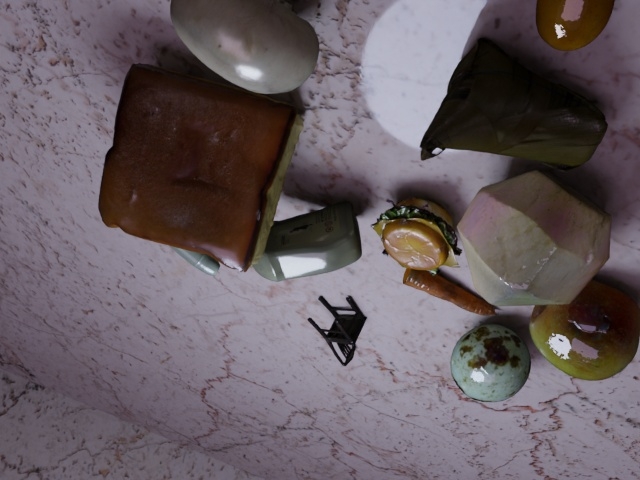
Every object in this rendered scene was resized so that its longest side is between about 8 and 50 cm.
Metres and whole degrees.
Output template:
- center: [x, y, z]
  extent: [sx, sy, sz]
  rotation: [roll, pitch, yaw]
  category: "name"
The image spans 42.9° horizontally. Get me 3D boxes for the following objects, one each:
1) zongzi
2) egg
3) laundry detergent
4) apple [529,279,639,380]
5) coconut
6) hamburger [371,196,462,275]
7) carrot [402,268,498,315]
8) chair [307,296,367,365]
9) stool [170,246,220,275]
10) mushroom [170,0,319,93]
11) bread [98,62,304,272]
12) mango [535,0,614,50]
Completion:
- center: [0.288, -0.150, 1.195]
  extent: [0.260, 0.289, 0.123]
  rotation: [29, 132, -3]
  category: "zongzi"
- center: [0.370, 0.276, 1.804]
  extent: [0.169, 0.169, 0.231]
  rotation: [25, 158, 2]
  category: "egg"
- center: [-0.048, 0.006, 1.655]
  extent: [0.253, 0.181, 0.091]
  rotation: [-15, 126, 9]
  category: "laundry detergent"
- center: [0.512, 0.174, 1.590]
  extent: [0.188, 0.173, 0.207]
  rotation: [20, 129, 4]
  category: "apple"
- center: [0.365, 0.011, 1.414]
  extent: [0.259, 0.259, 0.259]
  rotation: [17, 144, 13]
  category: "coconut"
- center: [0.196, -0.012, 1.603]
  extent: [0.164, 0.093, 0.189]
  rotation: [7, 140, 29]
  category: "hamburger"
- center: [0.282, 0.114, 1.758]
  extent: [0.224, 0.057, 0.057]
  rotation: [26, 146, -9]
  category: "carrot"
- center: [0.068, 0.233, 2.015]
  extent: [0.101, 0.084, 0.212]
  rotation: [-1, 137, 39]
  category: "chair"
- center: [-0.261, -0.065, 1.746]
  extent: [0.199, 0.195, 0.195]
  rotation: [24, 146, -7]
  category: "stool"
- center: [-0.110, -0.349, 1.279]
  extent: [0.246, 0.202, 0.246]
  rotation: [28, -172, -4]
  category: "mushroom"
- center: [-0.227, -0.138, 1.536]
  extent: [0.333, 0.143, 0.323]
  rotation: [16, 99, 10]
  category: "bread"
- center: [0.349, -0.337, 1.092]
  extent: [0.102, 0.084, 0.184]
  rotation: [20, 140, 7]
  category: "mango"
